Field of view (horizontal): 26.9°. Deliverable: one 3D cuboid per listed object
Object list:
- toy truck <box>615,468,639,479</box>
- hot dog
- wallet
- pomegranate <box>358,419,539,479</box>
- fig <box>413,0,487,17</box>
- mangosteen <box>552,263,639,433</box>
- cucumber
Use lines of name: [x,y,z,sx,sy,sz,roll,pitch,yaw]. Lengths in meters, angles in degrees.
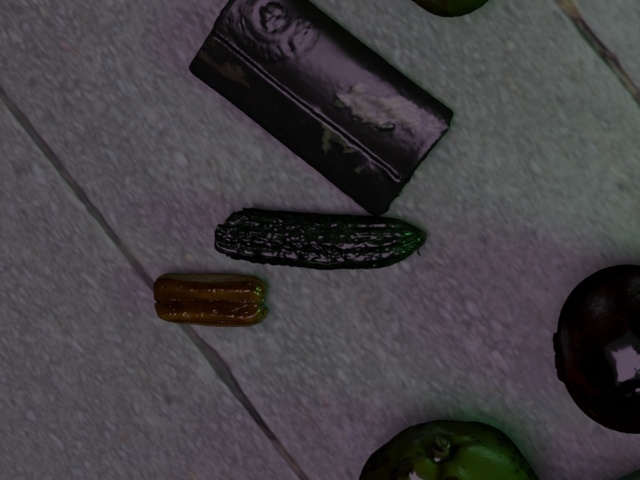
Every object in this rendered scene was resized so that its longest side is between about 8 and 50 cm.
toy truck: [0.409,0.338,1.594,0.278,0.156,0.155,-31,91,21]
hot dog: [-0.150,0.078,1.785,0.165,0.045,0.071,1,103,18]
wallet: [-0.003,-0.186,1.681,0.321,0.044,0.170,39,108,7]
pomegranate: [0.151,0.356,1.655,0.222,0.204,0.277,25,107,36]
fig: [0.150,-0.374,1.530,0.167,0.167,0.234,28,115,11]
mangosteen: [0.370,0.123,1.544,0.209,0.210,0.210,4,102,18]
cucumber: [0.000,0.002,1.703,0.265,0.077,0.077,5,103,19]
